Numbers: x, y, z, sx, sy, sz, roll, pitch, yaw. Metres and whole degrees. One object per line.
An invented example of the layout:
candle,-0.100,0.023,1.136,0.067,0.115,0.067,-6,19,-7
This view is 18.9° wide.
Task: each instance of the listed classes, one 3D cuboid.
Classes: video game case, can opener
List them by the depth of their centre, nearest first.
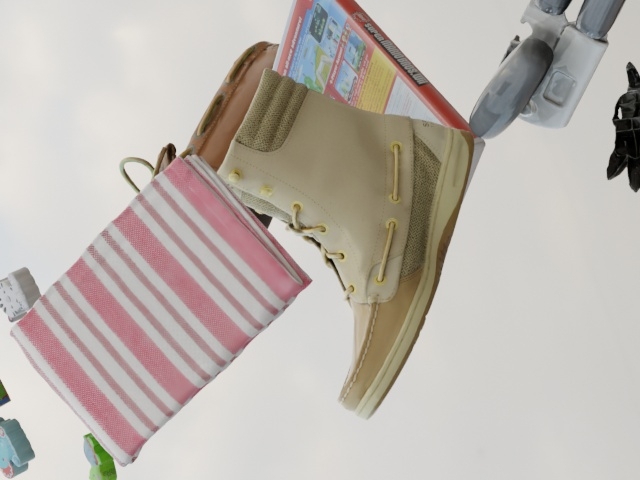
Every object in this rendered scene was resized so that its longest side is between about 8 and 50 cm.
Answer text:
can opener,0.202,-0.186,1.508,0.074,0.280,0.093,29,-139,6
video game case,0.044,-0.111,1.898,0.285,0.025,0.204,50,141,31

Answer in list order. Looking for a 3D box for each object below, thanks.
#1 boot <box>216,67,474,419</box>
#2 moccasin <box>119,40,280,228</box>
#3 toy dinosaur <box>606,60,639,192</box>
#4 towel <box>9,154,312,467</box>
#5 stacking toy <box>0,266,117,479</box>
boot,0.000,0.000,1.586,0.095,0.203,0.262,130,158,-75
moccasin,-0.132,-0.060,2.136,0.380,0.147,0.139,-61,-36,-7
toy dinosaur,0.368,-0.093,1.837,0.322,0.164,0.218,55,-165,23
towel,-0.117,0.050,1.387,0.144,0.197,0.029,47,-174,24
stacking toy,-0.287,0.144,1.647,0.167,0.052,0.221,-24,-94,-38
